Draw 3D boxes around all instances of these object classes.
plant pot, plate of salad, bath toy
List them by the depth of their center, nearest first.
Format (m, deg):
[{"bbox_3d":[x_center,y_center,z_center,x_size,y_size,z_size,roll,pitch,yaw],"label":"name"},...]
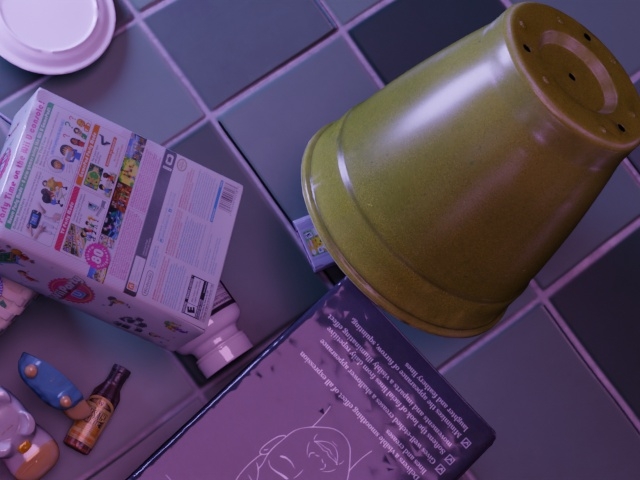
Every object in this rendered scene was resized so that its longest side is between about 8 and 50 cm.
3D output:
[{"bbox_3d":[-0.463,0.296,1.767,0.348,0.129,0.151,-41,107,-17],"label":"bath toy"},{"bbox_3d":[0.223,-0.116,1.804,0.366,0.353,0.366,24,43,-25],"label":"plant pot"},{"bbox_3d":[-0.395,-0.325,1.965,0.200,0.048,0.200,7,69,-18],"label":"plate of salad"}]

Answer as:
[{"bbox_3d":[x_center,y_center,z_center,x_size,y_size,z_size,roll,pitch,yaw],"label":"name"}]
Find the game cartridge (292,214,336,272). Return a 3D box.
[{"bbox_3d":[0.000,0.000,1.985,0.056,0.017,0.083,-22,82,-19],"label":"game cartridge"}]

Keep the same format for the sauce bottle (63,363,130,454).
[{"bbox_3d":[-0.301,0.227,1.857,0.042,0.042,0.128,28,73,-4],"label":"sauce bottle"}]

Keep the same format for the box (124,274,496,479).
[{"bbox_3d":[-0.022,0.295,1.809,0.395,0.212,0.293,-42,88,-18],"label":"box"}]

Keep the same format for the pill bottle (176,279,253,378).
[{"bbox_3d":[-0.178,0.089,1.880,0.108,0.108,0.193,-33,86,-16],"label":"pill bottle"}]

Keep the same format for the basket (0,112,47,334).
[{"bbox_3d":[-0.438,-0.013,1.800,0.255,0.201,0.289,31,81,-10],"label":"basket"}]

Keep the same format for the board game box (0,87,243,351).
[{"bbox_3d":[-0.270,-0.024,1.743,0.303,0.097,0.224,27,57,-23],"label":"board game box"}]
